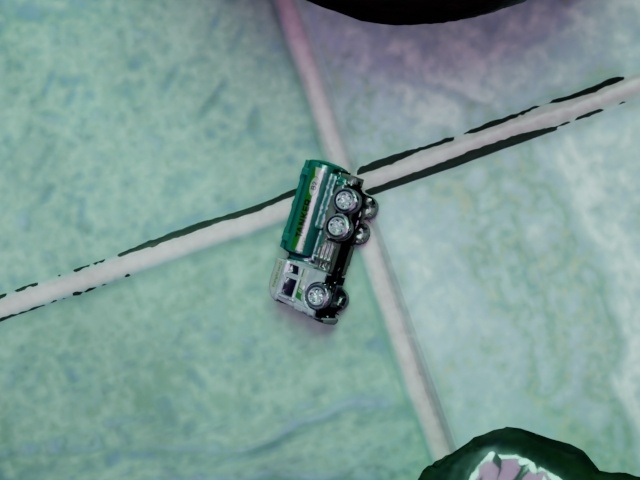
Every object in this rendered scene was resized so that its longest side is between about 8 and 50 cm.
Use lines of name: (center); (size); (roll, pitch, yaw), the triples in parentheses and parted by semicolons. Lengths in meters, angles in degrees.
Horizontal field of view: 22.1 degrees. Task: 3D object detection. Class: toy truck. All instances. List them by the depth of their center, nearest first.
toy truck: (0.000, 0.000, 0.884); (0.044, 0.039, 0.083); (18, 92, 20)

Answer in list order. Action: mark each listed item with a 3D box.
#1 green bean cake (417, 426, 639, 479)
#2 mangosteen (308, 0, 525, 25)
green bean cake: (0.147, 0.276, 0.786); (0.308, 0.169, 0.300); (22, 81, 9)
mangosteen: (0.043, -0.243, 0.762); (0.288, 0.288, 0.288); (0, 92, 5)
